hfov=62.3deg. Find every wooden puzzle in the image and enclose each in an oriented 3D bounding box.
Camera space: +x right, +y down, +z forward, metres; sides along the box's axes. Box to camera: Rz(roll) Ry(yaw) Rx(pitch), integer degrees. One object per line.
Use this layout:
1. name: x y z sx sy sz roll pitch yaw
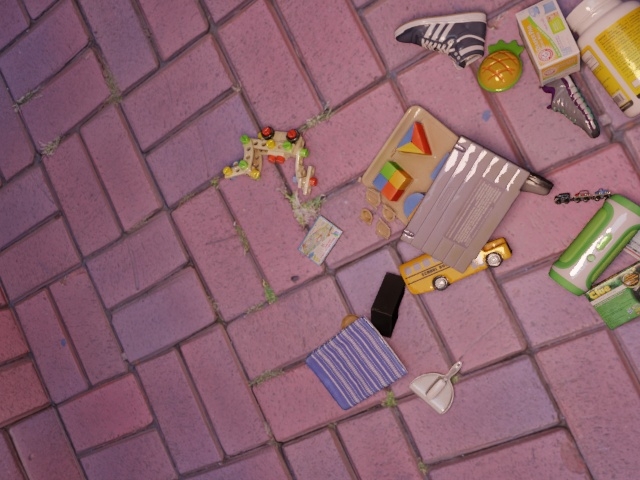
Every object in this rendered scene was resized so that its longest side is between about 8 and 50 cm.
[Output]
1. wooden puzzle: 0.315 -0.202 1.660 0.348 0.080 0.322 47 118 24

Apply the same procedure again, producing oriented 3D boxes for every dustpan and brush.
1. dustpan and brush: 0.403 0.472 1.760 0.147 0.060 0.211 39 107 13

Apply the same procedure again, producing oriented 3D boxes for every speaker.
1. speaker: 0.801 0.015 1.534 0.131 0.131 0.296 37 107 13

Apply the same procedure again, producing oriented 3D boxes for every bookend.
1. bookend: 0.230 0.218 1.784 0.072 0.156 0.157 16 57 18

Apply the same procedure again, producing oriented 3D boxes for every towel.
1. towel: 0.111 0.431 1.828 0.243 0.040 0.336 52 126 8

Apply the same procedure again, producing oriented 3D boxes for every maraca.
1. maraca: 0.545 -0.528 1.597 0.127 0.099 0.185 13 74 21

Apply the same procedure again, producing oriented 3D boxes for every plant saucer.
1. plant saucer: 0.115 0.301 1.875 0.083 0.015 0.083 2 96 20

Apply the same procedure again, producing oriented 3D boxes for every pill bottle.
1. pill bottle: 0.829 -0.519 1.440 0.188 0.188 0.334 -36 83 20

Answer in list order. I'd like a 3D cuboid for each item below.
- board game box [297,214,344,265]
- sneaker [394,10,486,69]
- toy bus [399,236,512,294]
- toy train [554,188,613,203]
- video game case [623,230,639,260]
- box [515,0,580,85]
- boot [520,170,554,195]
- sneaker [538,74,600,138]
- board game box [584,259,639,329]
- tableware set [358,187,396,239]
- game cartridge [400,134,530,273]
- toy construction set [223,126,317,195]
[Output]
1. board game box: 0.000 0.000 1.882 0.103 0.026 0.154 38 106 13
2. sneaker: 0.372 -0.609 1.649 0.282 0.099 0.153 -2 92 18
3. toy bus: 0.431 0.068 1.687 0.333 0.108 0.130 -27 83 21
4. toy train: 0.784 -0.132 1.581 0.158 0.027 0.036 -4 83 21
5. video game case: 1.026 -0.039 1.500 0.204 0.025 0.285 38 107 14
6. box: 0.650 -0.569 1.516 0.114 0.103 0.203 -21 69 21
7. boot: 0.522 -0.131 1.640 0.338 0.118 0.222 22 105 31
8. sneaker: 0.731 -0.383 1.557 0.098 0.083 0.223 -30 73 30
9. board game box: 0.922 0.140 1.537 0.260 0.030 0.136 -37 86 26
10. tableware set: 0.190 -0.087 1.767 0.141 0.020 0.168 42 144 25
11. game cartridge: 0.419 -0.100 1.552 0.230 0.068 0.355 28 112 0
12. toy construction set: -0.160 -0.278 1.849 0.328 0.151 0.215 16 76 11
